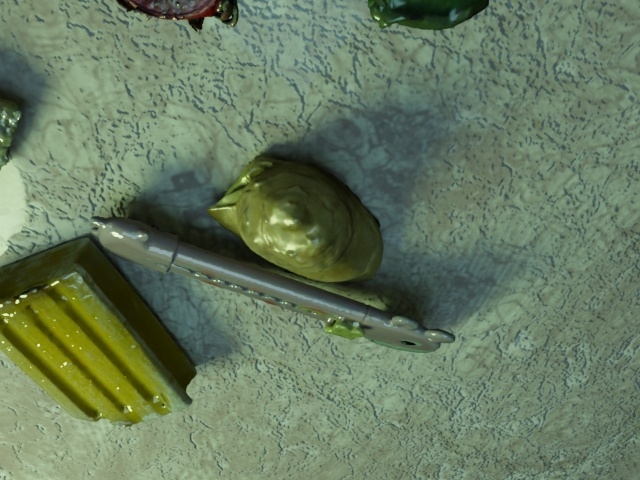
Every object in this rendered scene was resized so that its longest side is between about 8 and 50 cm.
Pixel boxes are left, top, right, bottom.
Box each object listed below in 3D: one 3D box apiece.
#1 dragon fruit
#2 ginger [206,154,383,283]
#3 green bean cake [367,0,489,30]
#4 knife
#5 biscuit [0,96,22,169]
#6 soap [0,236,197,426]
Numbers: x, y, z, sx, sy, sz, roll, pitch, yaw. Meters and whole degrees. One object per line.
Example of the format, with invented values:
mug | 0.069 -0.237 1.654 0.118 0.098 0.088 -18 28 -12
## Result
dragon fruit | -0.108 -0.219 0.448 0.127 0.068 0.112 15 109 3
ginger | 0.002 0.001 0.587 0.193 0.122 0.115 31 99 -29
green bean cake | 0.072 -0.269 0.382 0.227 0.124 0.222 36 115 -27
knife | -0.046 0.059 0.640 0.399 0.038 0.132 21 158 -13
biscuit | -0.378 -0.048 0.551 0.133 0.032 0.250 15 130 -38
soap | -0.257 0.117 0.680 0.140 0.073 0.232 -19 125 13
